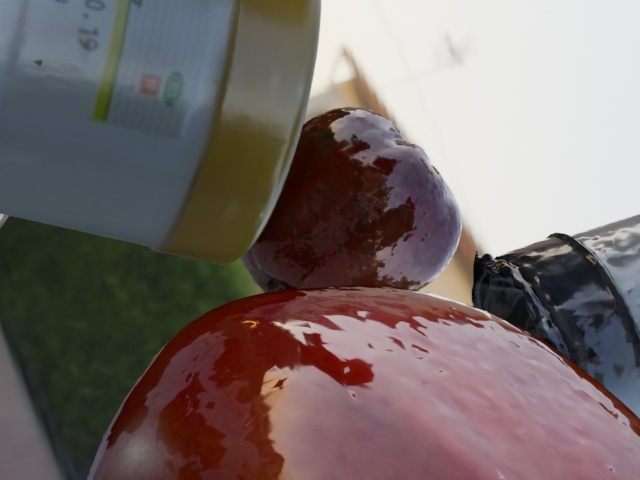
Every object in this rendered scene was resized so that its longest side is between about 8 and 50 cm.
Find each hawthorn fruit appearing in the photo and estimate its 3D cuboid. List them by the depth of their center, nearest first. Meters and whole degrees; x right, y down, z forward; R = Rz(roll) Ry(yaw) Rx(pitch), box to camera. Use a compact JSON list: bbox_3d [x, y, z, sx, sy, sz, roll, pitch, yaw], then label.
[{"bbox_3d":[0.000,0.000,1.313,0.163,0.203,0.162,49,-7,8],"label":"hawthorn fruit"}]

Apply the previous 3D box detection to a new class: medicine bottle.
[{"bbox_3d":[-0.142,-0.121,1.199,0.238,0.231,0.238,-167,-90,-73],"label":"medicine bottle"}]

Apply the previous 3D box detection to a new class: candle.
[{"bbox_3d":[0.260,0.054,1.096,0.187,0.330,0.187,163,-90,-77],"label":"candle"}]

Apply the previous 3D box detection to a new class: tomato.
[{"bbox_3d":[0.028,0.181,0.803,0.289,0.325,0.293,30,-61,30],"label":"tomato"}]

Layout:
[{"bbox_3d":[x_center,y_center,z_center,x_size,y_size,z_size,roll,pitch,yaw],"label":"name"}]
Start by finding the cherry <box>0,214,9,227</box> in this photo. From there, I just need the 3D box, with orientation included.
[{"bbox_3d":[-0.403,-0.095,1.400,0.326,0.334,0.291,129,-16,-83],"label":"cherry"}]
